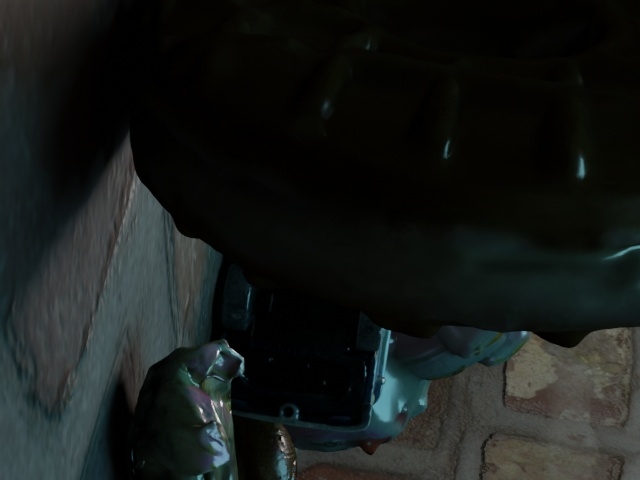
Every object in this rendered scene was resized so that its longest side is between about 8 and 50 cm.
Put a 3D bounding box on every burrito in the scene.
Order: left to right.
[{"bbox_3d":[-0.085,0.157,0.846,0.309,0.066,0.096,99,-1,-61],"label":"burrito"}]

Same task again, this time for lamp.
[{"bbox_3d":[0.052,0.097,1.456,0.247,0.301,0.247,60,13,16],"label":"lamp"}]

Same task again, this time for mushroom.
[{"bbox_3d":[-0.063,0.218,1.254,0.109,0.085,0.126,-79,-178,-45],"label":"mushroom"}]

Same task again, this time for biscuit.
[{"bbox_3d":[0.069,-0.068,0.621,0.332,0.332,0.103,-76,173,-59],"label":"biscuit"}]

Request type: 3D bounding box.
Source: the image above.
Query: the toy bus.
[{"bbox_3d":[0.000,0.000,1.163,0.190,0.152,0.312,-2,100,-87],"label":"toy bus"}]
